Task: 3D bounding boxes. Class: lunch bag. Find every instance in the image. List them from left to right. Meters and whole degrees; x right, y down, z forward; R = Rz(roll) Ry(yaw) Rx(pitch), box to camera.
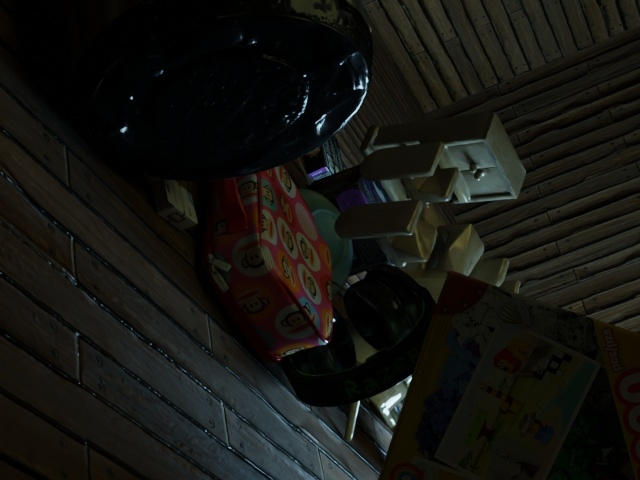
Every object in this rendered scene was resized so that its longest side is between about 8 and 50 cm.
[{"bbox_3d":[-0.082,0.002,1.727,0.258,0.120,0.293,58,17,-35],"label":"lunch bag"}]

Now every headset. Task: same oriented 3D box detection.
[{"bbox_3d":[0.035,0.112,1.816,0.185,0.243,0.394,63,-6,-17],"label":"headset"}]

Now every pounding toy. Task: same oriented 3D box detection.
[{"bbox_3d":[0.055,0.237,2.011,0.154,0.155,0.269,43,-9,27],"label":"pounding toy"}]

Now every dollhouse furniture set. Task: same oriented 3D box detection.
[{"bbox_3d":[0.168,-0.023,2.090,0.362,0.257,0.394,55,45,-36],"label":"dollhouse furniture set"}]

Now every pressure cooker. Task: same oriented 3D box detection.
[{"bbox_3d":[-0.140,-0.329,1.476,0.370,0.376,0.420,39,32,-58],"label":"pressure cooker"}]

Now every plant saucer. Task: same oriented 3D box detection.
[{"bbox_3d":[0.000,0.000,2.049,0.195,0.037,0.194,20,61,-42],"label":"plant saucer"}]

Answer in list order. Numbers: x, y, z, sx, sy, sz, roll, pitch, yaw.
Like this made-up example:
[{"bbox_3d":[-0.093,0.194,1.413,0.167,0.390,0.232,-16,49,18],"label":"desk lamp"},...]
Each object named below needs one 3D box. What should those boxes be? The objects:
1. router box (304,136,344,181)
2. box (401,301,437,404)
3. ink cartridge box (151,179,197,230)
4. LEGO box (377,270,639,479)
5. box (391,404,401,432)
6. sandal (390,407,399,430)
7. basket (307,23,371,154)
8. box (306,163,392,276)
[{"bbox_3d":[0.006,-0.176,2.508,0.133,0.046,0.178,51,21,-49],"label":"router box"},{"bbox_3d":[0.213,0.246,2.241,0.311,0.148,0.121,-122,-159,-60],"label":"box"},{"bbox_3d":[-0.195,-0.051,1.568,0.083,0.028,0.048,44,28,-61],"label":"ink cartridge box"},{"bbox_3d":[0.275,0.335,1.572,0.193,0.373,0.500,18,90,-73],"label":"LEGO box"},{"bbox_3d":[0.132,0.317,2.291,0.067,0.018,0.083,-77,143,-68],"label":"box"},{"bbox_3d":[0.147,0.386,2.155,0.265,0.076,0.102,52,-6,31],"label":"sandal"},{"bbox_3d":[-0.112,-0.286,1.804,0.213,0.223,0.299,16,12,-42],"label":"basket"},{"bbox_3d":[0.054,-0.039,2.271,0.270,0.143,0.165,-51,120,-74],"label":"box"}]
